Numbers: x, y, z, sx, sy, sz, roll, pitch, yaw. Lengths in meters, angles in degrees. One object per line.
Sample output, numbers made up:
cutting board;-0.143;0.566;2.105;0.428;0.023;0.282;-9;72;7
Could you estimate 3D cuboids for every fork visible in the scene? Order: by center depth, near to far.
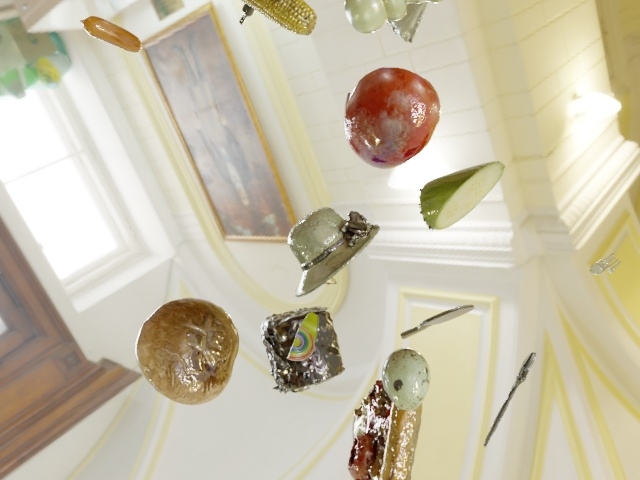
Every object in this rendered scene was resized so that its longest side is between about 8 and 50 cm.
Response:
fork;0.531;0.052;1.047;0.028;0.034;0.219;-45;159;29

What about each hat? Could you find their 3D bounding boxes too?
hat;0.000;0.000;1.273;0.257;0.130;0.257;-39;-173;6

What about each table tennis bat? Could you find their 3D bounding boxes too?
table tennis bat;0.331;0.234;1.606;0.138;0.022;0.246;4;152;-46

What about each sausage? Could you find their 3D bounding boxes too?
sausage;-0.561;-0.559;1.518;0.054;0.062;0.183;-13;160;43

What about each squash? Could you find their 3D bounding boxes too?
squash;0.473;-0.141;1.827;0.260;0.189;0.189;-11;-158;40

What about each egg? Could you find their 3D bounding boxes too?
egg;0.150;0.243;0.979;0.085;0.085;0.110;-10;-119;29

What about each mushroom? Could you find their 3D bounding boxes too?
mushroom;-0.314;0.266;1.374;0.146;0.278;0.278;-40;-175;38

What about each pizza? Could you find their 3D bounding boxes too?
pizza;0.128;0.496;1.376;0.130;0.441;0.406;15;171;-9

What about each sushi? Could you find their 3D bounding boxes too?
sushi;-0.069;0.402;2.089;0.281;0.295;0.299;-11;173;-8

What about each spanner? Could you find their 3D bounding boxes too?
spanner;0.537;0.457;1.598;0.026;0.326;0.093;27;-163;20

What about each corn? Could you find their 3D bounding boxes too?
corn;-0.109;-0.506;1.150;0.080;0.231;0.080;-54;176;-6

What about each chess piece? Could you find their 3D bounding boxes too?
chess piece;0.173;-0.560;1.261;0.251;0.145;0.144;-29;-161;7

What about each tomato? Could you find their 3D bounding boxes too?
tomato;0.202;-0.355;1.728;0.335;0.289;0.176;-39;-158;38

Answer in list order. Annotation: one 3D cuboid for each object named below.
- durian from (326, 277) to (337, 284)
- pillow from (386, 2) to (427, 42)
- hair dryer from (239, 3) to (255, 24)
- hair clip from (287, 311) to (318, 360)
durian;0.001;0.111;1.910;0.066;0.130;0.052;-40;-164;25
pillow;0.223;-0.697;1.637;0.050;0.148;0.230;-1;-139;-43
hair dryer;-0.168;-0.657;1.480;0.248;0.077;0.196;-45;-168;45
hair clip;-0.037;0.262;1.541;0.060;0.033;0.188;24;-142;-1
